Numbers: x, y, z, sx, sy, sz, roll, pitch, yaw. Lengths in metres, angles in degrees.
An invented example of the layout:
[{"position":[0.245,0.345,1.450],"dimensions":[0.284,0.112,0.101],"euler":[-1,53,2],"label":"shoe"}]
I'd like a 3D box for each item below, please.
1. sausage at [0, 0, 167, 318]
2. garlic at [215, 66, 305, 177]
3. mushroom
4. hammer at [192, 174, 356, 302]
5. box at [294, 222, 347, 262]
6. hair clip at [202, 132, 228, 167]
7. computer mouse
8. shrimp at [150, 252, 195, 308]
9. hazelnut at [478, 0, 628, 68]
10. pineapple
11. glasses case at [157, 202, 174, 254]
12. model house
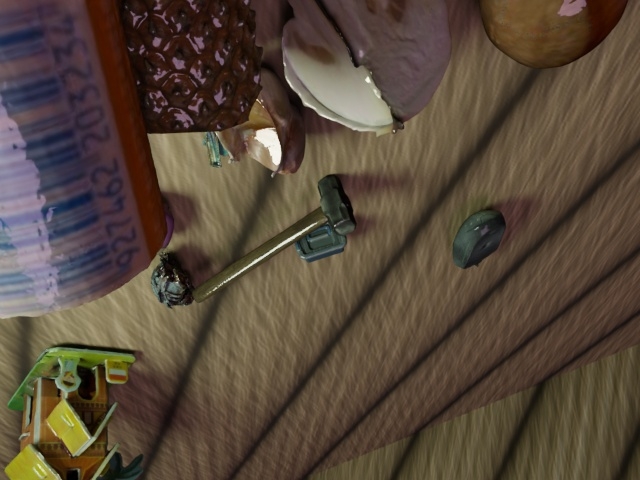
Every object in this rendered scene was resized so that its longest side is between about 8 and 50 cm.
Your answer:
[{"position":[-0.269,-0.108,0.486],"dimensions":[0.232,0.233,0.287],"euler":[-10,127,-10],"label":"sausage"},{"position":[-0.077,-0.166,0.826],"dimensions":[0.124,0.099,0.175],"euler":[-52,147,-25],"label":"garlic"},{"position":[0.047,-0.270,0.738],"dimensions":[0.236,0.173,0.162],"euler":[55,153,-17],"label":"mushroom"},{"position":[-0.099,0.016,1.053],"dimensions":[0.365,0.111,0.043],"euler":[-32,142,20],"label":"hammer"},{"position":[0.000,0.000,1.114],"dimensions":[0.099,0.074,0.054],"euler":[-17,159,0],"label":"box"},{"position":[-0.156,-0.172,0.837],"dimensions":[0.049,0.049,0.173],"euler":[-11,150,-9],"label":"hair clip"},{"position":[0.341,-0.009,1.247],"dimensions":[0.113,0.068,0.229],"euler":[-28,156,-7],"label":"computer mouse"},{"position":[-0.283,0.076,1.072],"dimensions":[0.079,0.090,0.233],"euler":[8,156,-2],"label":"shrimp"},{"position":[0.297,-0.323,0.713],"dimensions":[0.214,0.176,0.214],"euler":[-35,149,-25],"label":"hazelnut"},{"position":[-0.168,-0.284,0.584],"dimensions":[0.201,0.202,0.362],"euler":[-10,129,-10],"label":"pineapple"},{"position":[-0.393,-0.026,0.903],"dimensions":[0.316,0.076,0.123],"euler":[5,134,-29],"label":"glasses case"},{"position":[-0.507,0.461,1.302],"dimensions":[0.339,0.324,0.300],"euler":[17,133,-38],"label":"model house"}]
